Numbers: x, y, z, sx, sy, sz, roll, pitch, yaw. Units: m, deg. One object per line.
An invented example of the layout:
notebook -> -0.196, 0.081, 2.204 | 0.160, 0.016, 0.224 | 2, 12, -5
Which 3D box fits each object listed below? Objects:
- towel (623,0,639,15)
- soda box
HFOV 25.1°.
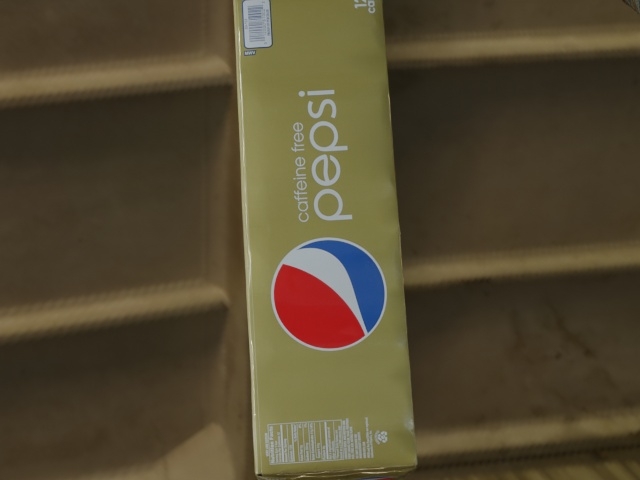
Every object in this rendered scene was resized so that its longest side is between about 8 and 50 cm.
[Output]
towel -> 0.098, -0.248, 0.475 | 0.040, 0.271, 0.370 | -13, -69, 5
soda box -> 0.000, 0.000, 0.540 | 0.058, 0.181, 0.061 | -3, -14, -1
